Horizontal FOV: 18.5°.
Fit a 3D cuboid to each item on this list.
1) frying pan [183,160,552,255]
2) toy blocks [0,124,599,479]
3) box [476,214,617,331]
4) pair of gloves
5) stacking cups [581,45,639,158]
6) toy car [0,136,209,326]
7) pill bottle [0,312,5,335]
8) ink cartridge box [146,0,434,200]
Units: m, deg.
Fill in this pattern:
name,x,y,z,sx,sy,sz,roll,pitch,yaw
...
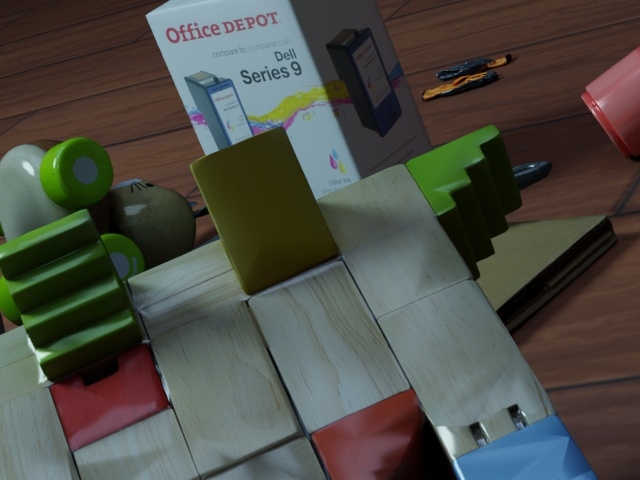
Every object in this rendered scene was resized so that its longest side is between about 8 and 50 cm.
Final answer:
name,x,y,z,sx,sy,sz,roll,pitch,yaw
frying pan,-0.018,0.014,1.348,0.326,0.053,0.197,-20,14,43
toy blocks,-0.041,0.126,0.856,0.381,0.191,0.261,-23,39,-3
box,0.070,0.032,1.292,0.201,0.021,0.164,-4,24,44
pair of gloves,0.134,-0.152,1.807,0.074,0.010,0.083,-14,17,24
stacking cups,0.326,-0.178,1.395,0.316,0.096,0.096,-34,15,8
toy car,-0.154,-0.021,1.550,0.188,0.149,0.155,-20,2,-37
pill bottle,-0.445,0.079,1.406,0.408,0.229,0.229,-22,17,-1
ink cartridge box,-0.017,-0.104,1.487,0.154,0.212,0.093,-4,24,43
